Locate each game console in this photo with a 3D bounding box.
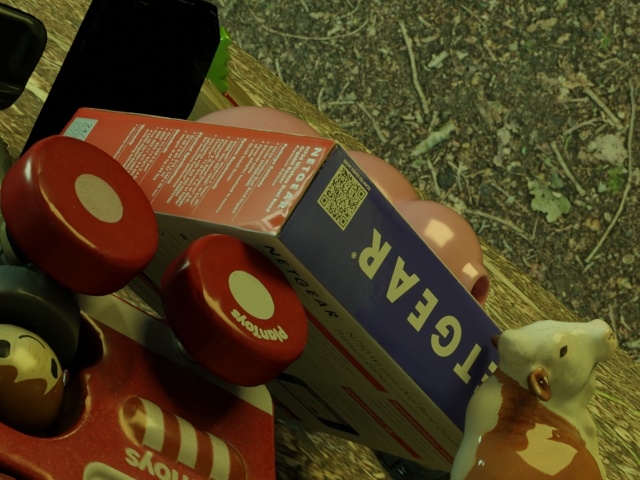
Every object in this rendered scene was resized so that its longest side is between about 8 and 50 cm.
[{"bbox_3d":[-0.276,-0.175,1.621,0.361,0.213,0.044,18,20,-32],"label":"game console"}]

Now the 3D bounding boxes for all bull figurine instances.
[{"bbox_3d":[0.146,0.208,1.204,0.188,0.310,0.101,35,-19,-18],"label":"bull figurine"}]

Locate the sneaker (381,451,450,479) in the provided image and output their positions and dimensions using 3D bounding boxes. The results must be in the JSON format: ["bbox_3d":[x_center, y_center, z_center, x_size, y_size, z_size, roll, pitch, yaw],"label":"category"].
[{"bbox_3d":[0.083,0.154,1.714,0.129,0.111,0.297,37,17,-50],"label":"sneaker"}]

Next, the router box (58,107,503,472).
[{"bbox_3d":[-0.017,0.045,1.332,0.301,0.082,0.335,11,-28,47],"label":"router box"}]

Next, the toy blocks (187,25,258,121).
[{"bbox_3d":[-0.097,-0.088,1.984,0.261,0.191,0.381,46,8,-21],"label":"toy blocks"}]

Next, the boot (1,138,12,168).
[{"bbox_3d":[-0.252,-0.003,1.328,0.106,0.082,0.219,46,19,-11],"label":"boot"}]

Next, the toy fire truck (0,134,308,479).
[{"bbox_3d":[-0.140,0.102,1.056,0.302,0.169,0.254,33,32,-30],"label":"toy fire truck"}]

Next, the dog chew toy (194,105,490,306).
[{"bbox_3d":[0.000,0.000,1.590,0.332,0.207,0.206,19,0,30],"label":"dog chew toy"}]

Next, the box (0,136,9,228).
[{"bbox_3d":[-0.300,-0.070,1.139,0.232,0.059,0.183,15,51,-57],"label":"box"}]
